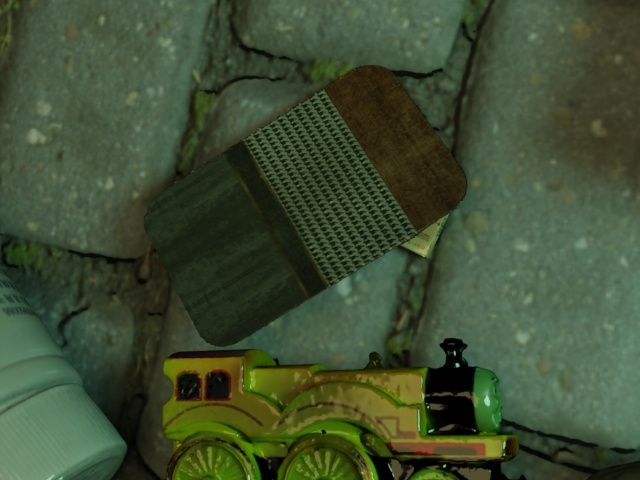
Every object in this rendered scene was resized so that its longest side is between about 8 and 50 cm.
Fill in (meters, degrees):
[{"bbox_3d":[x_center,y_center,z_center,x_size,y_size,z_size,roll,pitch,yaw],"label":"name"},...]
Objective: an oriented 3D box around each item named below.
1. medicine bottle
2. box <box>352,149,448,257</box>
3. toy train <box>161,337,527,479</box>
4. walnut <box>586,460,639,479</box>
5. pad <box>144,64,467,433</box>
[{"bbox_3d":[-0.324,0.108,0.954,0.190,0.190,0.332,-42,74,8],"label":"medicine bottle"},{"bbox_3d":[0.060,-0.030,0.945,0.093,0.015,0.058,26,94,17],"label":"box"},{"bbox_3d":[0.013,0.158,0.895,0.296,0.100,0.161,-2,82,16],"label":"toy train"},{"bbox_3d":[0.256,0.243,0.764,0.224,0.224,0.224,-2,84,16],"label":"walnut"},{"bbox_3d":[0.010,0.015,0.876,0.250,0.055,0.323,-32,42,2],"label":"pad"}]
